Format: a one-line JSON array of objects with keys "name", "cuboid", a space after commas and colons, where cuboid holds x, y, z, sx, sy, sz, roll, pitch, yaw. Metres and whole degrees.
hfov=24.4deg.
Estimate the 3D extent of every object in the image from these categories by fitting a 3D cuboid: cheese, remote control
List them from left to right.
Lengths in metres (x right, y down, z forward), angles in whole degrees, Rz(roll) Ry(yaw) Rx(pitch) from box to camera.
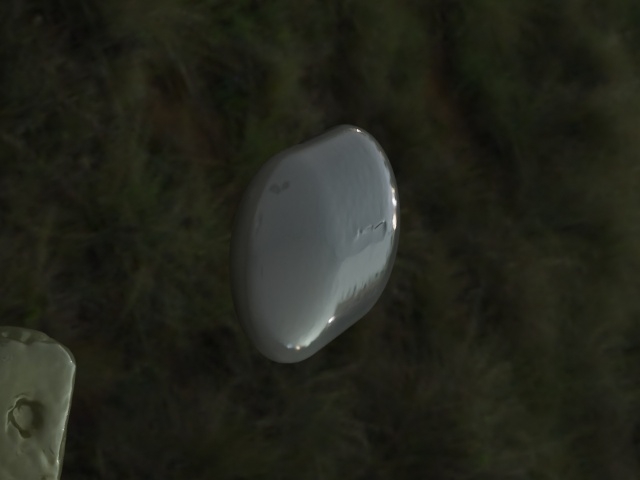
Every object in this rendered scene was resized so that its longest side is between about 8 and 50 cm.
[{"name": "cheese", "cuboid": [-0.158, 0.137, 0.701, 0.065, 0.043, 0.194, 12, 85, -37]}, {"name": "remote control", "cuboid": [0.000, 0.000, 1.549, 0.332, 0.103, 0.221, -30, 123, -59]}]
